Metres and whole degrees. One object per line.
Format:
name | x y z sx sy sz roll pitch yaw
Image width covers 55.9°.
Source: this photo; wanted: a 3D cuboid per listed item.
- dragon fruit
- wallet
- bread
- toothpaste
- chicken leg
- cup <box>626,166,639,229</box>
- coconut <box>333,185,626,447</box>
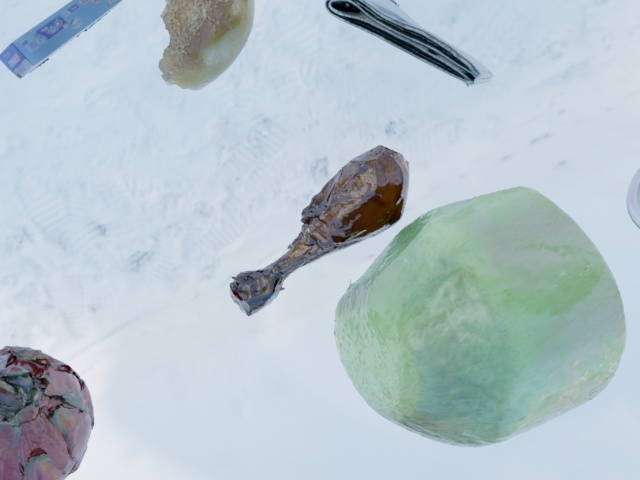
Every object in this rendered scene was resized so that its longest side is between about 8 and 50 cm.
dragon fruit | -0.485 0.286 0.942 0.245 0.244 0.298 1 149 -13
wallet | 0.175 -0.364 1.080 0.291 0.251 0.054 32 117 10
bread | -0.239 -0.482 1.282 0.171 0.192 0.313 20 79 -53
toothpaste | -0.445 -0.385 1.065 0.066 0.272 0.053 -16 123 44
chicken leg | 0.000 0.000 0.789 0.304 0.093 0.113 -43 143 14
cup | 0.339 -0.029 0.493 0.133 0.099 0.136 33 90 -27
coconut | 0.192 0.088 0.717 0.329 0.281 0.328 -24 144 -18
